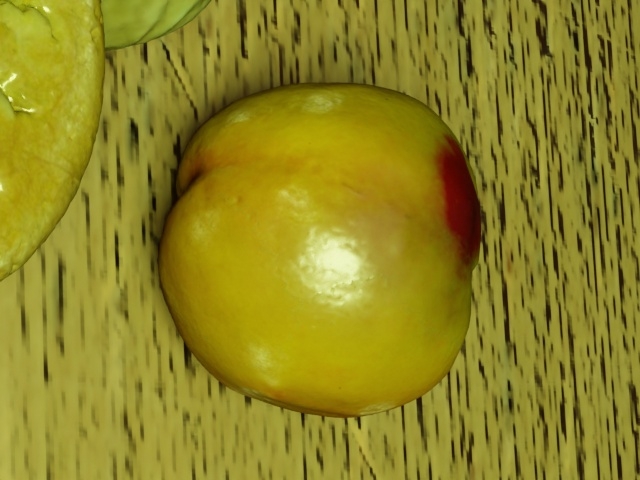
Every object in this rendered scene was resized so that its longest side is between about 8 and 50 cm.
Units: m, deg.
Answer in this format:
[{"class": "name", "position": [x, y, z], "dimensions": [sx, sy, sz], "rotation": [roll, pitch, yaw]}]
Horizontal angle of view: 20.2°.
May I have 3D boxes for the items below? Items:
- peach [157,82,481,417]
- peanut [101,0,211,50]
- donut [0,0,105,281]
[{"class": "peach", "position": [0.000, 0.000, 0.722], "dimensions": [0.138, 0.138, 0.138], "rotation": [9, 76, -40]}, {"class": "peanut", "position": [-0.061, -0.148, 0.723], "dimensions": [0.089, 0.089, 0.193], "rotation": [42, 57, -28]}, {"class": "donut", "position": [-0.176, -0.068, 0.585], "dimensions": [0.226, 0.113, 0.227], "rotation": [11, 74, -41]}]
